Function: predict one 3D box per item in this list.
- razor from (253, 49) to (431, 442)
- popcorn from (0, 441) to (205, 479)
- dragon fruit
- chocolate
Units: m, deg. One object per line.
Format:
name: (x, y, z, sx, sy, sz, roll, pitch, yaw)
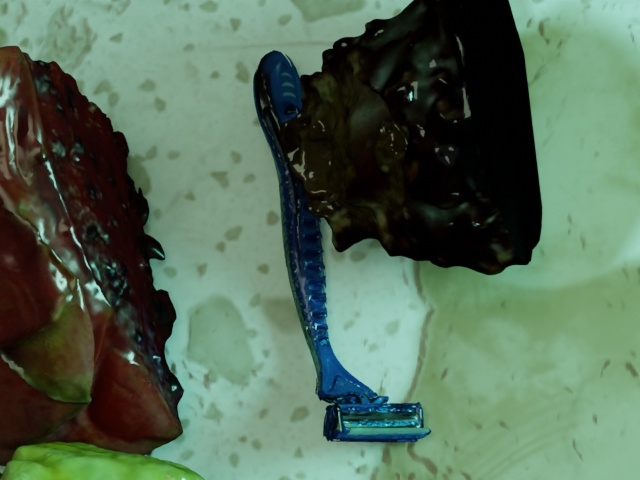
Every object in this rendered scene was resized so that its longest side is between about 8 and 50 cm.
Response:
razor: (-0.008, 0.006, 1.410, 0.056, 0.093, 0.324, -35, 62, 41)
popcorn: (-0.176, 0.250, 1.296, 0.258, 0.270, 0.224, -19, 61, 56)
dragon fruit: (-0.292, 0.051, 1.375, 0.329, 0.228, 0.286, -16, 75, 8)
chocolate: (0.049, -0.077, 1.339, 0.177, 0.206, 0.224, -11, 77, 18)
